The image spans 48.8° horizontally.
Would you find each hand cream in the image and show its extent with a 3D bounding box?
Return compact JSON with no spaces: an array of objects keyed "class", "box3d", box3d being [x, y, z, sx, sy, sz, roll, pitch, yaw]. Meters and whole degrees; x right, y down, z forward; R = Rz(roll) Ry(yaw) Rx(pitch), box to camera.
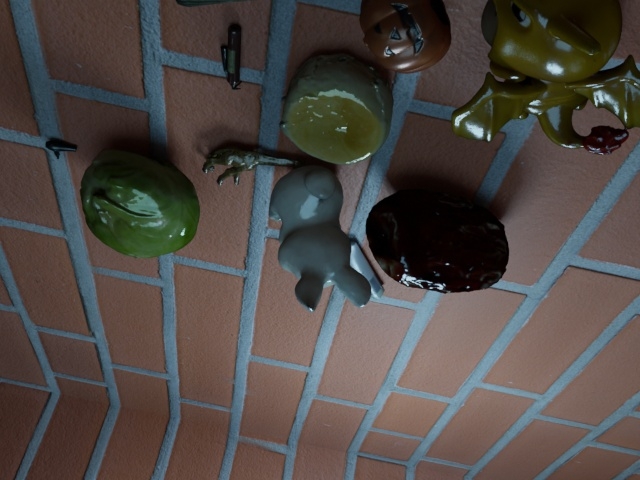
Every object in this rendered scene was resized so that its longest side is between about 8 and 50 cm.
[{"class":"hand cream","box3d":[0.119,0.087,2.110,0.079,0.048,0.255,-15,134,23]}]

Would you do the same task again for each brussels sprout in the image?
[{"class":"brussels sprout","box3d":[-0.471,-0.094,1.868,0.327,0.247,0.328,6,127,8]}]

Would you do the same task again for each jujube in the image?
[{"class":"jujube","box3d":[0.300,0.004,1.788,0.376,0.259,0.258,11,143,-9]}]

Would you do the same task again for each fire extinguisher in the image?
[{"class":"fire extinguisher","box3d":[-0.199,-0.400,1.562,0.048,0.035,0.173,8,140,-2]}]

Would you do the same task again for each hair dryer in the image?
[{"class":"hair dryer","box3d":[-0.700,-0.241,1.910,0.078,0.031,0.083,9,158,-13]}]

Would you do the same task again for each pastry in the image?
[{"class":"pastry","box3d":[0.037,-0.289,1.563,0.264,0.133,0.265,7,142,5]}]

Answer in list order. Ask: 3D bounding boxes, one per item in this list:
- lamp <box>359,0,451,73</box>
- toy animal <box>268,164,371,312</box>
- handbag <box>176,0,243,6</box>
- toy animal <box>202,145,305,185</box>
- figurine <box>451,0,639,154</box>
[{"class":"lamp","box3d":[0.154,-0.408,1.337,0.163,0.188,0.188,-18,134,28]},{"class":"toy animal","box3d":[-0.003,0.001,1.745,0.196,0.368,0.241,-6,162,-15]},{"class":"handbag","box3d":[-0.122,-0.553,1.164,0.340,0.247,0.240,2,142,21]},{"class":"toy animal","box3d":[-0.177,-0.197,1.808,0.275,0.054,0.149,-10,140,24]},{"class":"figurine","box3d":[0.454,-0.336,1.292,0.400,0.268,0.387,10,158,19]}]
